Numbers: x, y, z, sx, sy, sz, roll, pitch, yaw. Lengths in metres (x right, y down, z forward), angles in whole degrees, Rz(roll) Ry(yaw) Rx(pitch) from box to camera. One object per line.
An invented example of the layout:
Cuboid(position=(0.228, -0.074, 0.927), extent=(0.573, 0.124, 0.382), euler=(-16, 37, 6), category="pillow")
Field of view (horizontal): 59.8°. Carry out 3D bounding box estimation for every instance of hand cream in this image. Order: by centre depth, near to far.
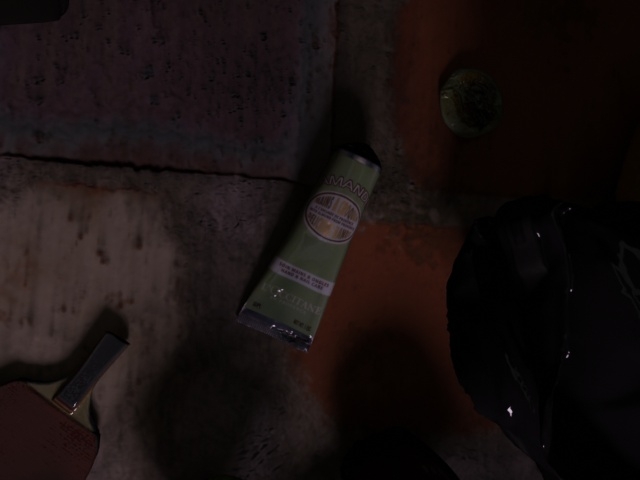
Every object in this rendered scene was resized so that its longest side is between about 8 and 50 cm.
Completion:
Cuboid(position=(0.000, 0.000, 0.597), extent=(0.086, 0.055, 0.235), euler=(26, 90, -6), category="hand cream")

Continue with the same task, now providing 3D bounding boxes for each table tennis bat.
Cuboid(position=(-0.272, 0.182, 0.550), extent=(0.130, 0.019, 0.220), euler=(39, 83, -6), category="table tennis bat")

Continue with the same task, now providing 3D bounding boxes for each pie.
Cuboid(position=(0.176, -0.163, 0.653), extent=(0.085, 0.017, 0.085), euler=(1, 87, -11), category="pie")

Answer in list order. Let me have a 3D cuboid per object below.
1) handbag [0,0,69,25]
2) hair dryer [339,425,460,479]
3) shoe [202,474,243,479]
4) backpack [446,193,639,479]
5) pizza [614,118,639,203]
Cuboid(position=(-0.394, -0.309, 0.480), extent=(0.285, 0.113, 0.257), euler=(-17, 87, -26), category="handbag")
Cuboid(position=(0.023, 0.381, 0.528), extent=(0.340, 0.123, 0.312), euler=(-29, 63, 5), category="hair dryer")
Cuboid(position=(-0.075, 0.334, 0.484), extent=(0.128, 0.262, 0.140), euler=(15, 118, -48), category="shoe")
Cuboid(position=(0.290, 0.152, 0.505), extent=(0.255, 0.363, 0.445), euler=(-26, 77, -14), category="backpack")
Cuboid(position=(0.471, -0.037, 0.655), extent=(0.278, 0.114, 0.408), euler=(7, 87, -9), category="pizza")
